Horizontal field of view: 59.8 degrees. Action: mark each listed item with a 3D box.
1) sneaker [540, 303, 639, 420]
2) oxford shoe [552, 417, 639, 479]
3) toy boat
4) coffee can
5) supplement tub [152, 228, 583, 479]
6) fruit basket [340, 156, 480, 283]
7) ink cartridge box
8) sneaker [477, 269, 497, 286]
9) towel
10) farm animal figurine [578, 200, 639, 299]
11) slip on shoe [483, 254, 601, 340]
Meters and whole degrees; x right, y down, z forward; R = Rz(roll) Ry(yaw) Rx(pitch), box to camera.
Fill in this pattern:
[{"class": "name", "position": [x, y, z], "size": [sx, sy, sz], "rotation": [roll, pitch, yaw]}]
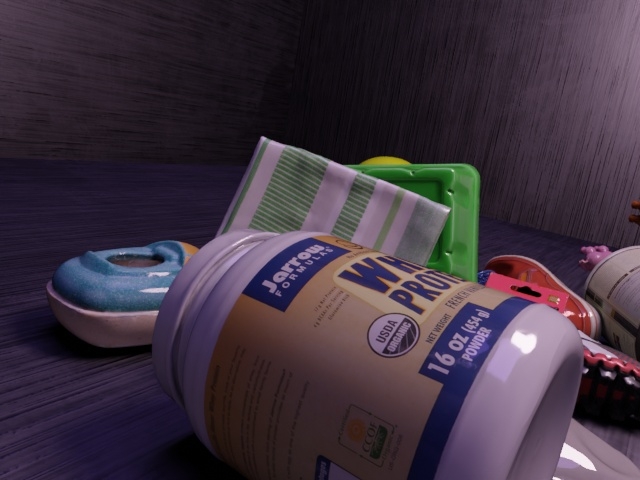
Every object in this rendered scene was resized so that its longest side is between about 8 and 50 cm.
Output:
[{"class": "sneaker", "position": [0.349, 0.159, 0.794], "size": [0.275, 0.098, 0.135], "rotation": [14, 39, 22]}, {"class": "oxford shoe", "position": [0.158, 0.141, 0.654], "size": [0.449, 0.130, 0.169], "rotation": [32, 15, 37]}, {"class": "toy boat", "position": [-0.180, 0.070, 0.732], "size": [0.318, 0.148, 0.267], "rotation": [18, 15, 36]}, {"class": "coffee can", "position": [0.582, 0.131, 0.924], "size": [0.201, 0.202, 0.275], "rotation": [11, 12, 7]}, {"class": "supplement tub", "position": [0.029, 0.120, 0.479], "size": [0.316, 0.229, 0.228], "rotation": [18, 15, 35]}, {"class": "fruit basket", "position": [0.108, -0.037, 1.044], "size": [0.391, 0.283, 0.392], "rotation": [3, -4, 0]}, {"class": "ink cartridge box", "position": [0.334, 0.121, 0.950], "size": [0.145, 0.045, 0.179], "rotation": [16, 50, 27]}, {"class": "sneaker", "position": [0.244, 0.106, 1.104], "size": [0.232, 0.082, 0.090], "rotation": [-5, -8, -27]}, {"class": "towel", "position": [0.000, 0.000, 0.862], "size": [0.324, 0.248, 0.038], "rotation": [24, 0, 16]}, {"class": "farm animal figurine", "position": [0.733, 0.092, 1.213], "size": [0.326, 0.330, 0.172], "rotation": [36, -2, -25]}, {"class": "slip on shoe", "position": [0.405, 0.111, 1.100], "size": [0.101, 0.123, 0.331], "rotation": [3, 18, -14]}]
